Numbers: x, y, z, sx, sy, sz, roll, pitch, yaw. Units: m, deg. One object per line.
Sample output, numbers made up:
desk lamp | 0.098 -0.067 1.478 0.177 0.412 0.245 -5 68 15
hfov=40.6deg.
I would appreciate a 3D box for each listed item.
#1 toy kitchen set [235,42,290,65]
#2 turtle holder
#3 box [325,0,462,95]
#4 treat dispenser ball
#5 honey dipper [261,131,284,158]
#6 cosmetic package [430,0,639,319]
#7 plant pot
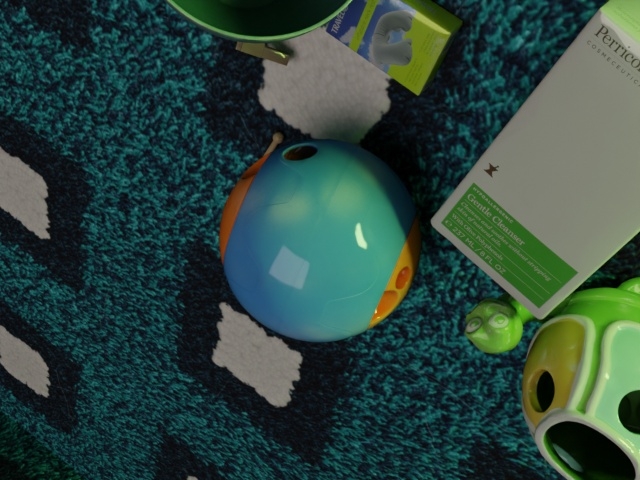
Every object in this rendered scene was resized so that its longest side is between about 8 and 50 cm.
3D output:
toy kitchen set | -0.080 -0.308 1.257 0.068 0.075 0.083 43 116 64
turtle holder | 0.365 0.179 1.116 0.243 0.227 0.320 -21 107 47
box | 0.085 -0.284 1.126 0.178 0.042 0.109 36 137 10
treat dispenser ball | 0.000 0.000 1.230 0.288 0.288 0.288 22 133 25
honey dipper | -0.099 -0.122 1.411 0.030 0.030 0.161 43 137 4
cosmetic package | 0.313 -0.099 1.000 0.197 0.155 0.365 41 139 9
plant pot | -0.087 -0.373 1.058 0.290 0.290 0.195 53 173 -8
